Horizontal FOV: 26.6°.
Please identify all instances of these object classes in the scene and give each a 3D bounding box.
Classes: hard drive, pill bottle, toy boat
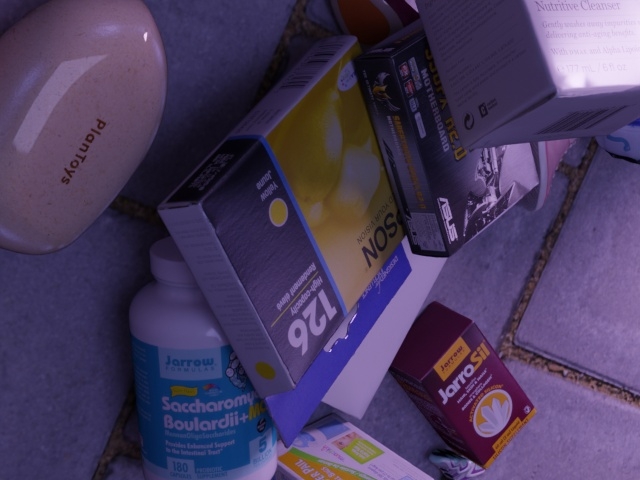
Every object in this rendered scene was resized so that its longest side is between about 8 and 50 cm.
[{"bbox_3d":[0.045,0.034,1.555,0.203,0.040,0.307,31,87,-38],"label":"hard drive"},{"bbox_3d":[-0.122,0.129,1.404,0.146,0.146,0.264,-15,113,-31],"label":"pill bottle"},{"bbox_3d":[-0.287,-0.148,1.216,0.267,0.148,0.318,-54,135,-2],"label":"toy boat"}]

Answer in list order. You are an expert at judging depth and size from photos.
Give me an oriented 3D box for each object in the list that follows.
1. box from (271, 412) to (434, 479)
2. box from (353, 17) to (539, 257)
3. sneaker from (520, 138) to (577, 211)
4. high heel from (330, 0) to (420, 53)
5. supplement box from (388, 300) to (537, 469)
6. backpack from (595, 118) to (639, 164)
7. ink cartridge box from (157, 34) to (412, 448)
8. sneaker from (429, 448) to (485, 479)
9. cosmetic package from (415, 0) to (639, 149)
[{"bbox_3d":[0.034,0.295,1.531,0.114,0.203,0.103,-23,117,-27],"label":"box"},{"bbox_3d":[0.140,-0.124,1.448,0.183,0.056,0.231,-35,117,-38],"label":"box"},{"bbox_3d":[0.285,-0.104,1.671,0.070,0.051,0.134,-7,105,-28],"label":"sneaker"},{"bbox_3d":[0.103,-0.242,1.498,0.244,0.082,0.117,42,53,-25],"label":"high heel"},{"bbox_3d":[0.173,0.180,1.667,0.104,0.081,0.188,-47,125,-13],"label":"supplement box"},{"bbox_3d":[0.490,-0.212,1.641,0.355,0.290,0.273,-24,118,5],"label":"backpack"},{"bbox_3d":[0.000,0.000,1.378,0.303,0.072,0.307,-52,126,-40],"label":"ink cartridge box"},{"bbox_3d":[0.170,0.307,1.734,0.098,0.038,0.069,16,95,-37],"label":"sneaker"},{"bbox_3d":[0.208,-0.300,1.375,0.217,0.156,0.385,-10,77,-34],"label":"cosmetic package"}]
